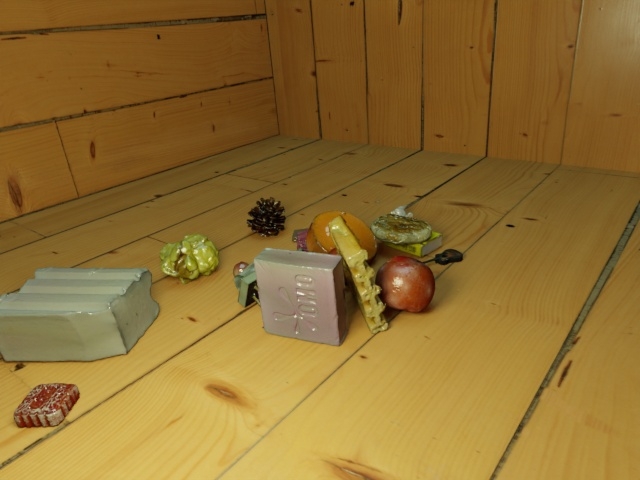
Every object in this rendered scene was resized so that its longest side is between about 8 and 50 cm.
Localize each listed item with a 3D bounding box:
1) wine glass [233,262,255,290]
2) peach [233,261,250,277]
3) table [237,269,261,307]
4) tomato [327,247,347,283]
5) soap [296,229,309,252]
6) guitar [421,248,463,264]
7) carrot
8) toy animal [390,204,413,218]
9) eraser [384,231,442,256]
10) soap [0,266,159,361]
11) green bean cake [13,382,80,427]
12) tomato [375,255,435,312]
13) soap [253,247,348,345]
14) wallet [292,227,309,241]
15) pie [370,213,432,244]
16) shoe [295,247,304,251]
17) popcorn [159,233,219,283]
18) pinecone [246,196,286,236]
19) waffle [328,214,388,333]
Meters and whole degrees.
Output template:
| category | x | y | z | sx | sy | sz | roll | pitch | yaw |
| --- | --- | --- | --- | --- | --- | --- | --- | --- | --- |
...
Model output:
| category | x | y | z | sx | sy | sz | roll | pitch | yaw |
| --- | --- | --- | --- | --- | --- | --- | --- | --- | --- |
| wine glass | -0.242 | 0.131 | 1.950 | 0.103 | 0.103 | 0.222 | 13 | 31 | 34 |
| peach | -0.321 | 0.128 | 1.995 | 0.083 | 0.083 | 0.083 | -4 | 25 | 2 |
| table | -0.187 | 0.166 | 1.842 | 0.111 | 0.121 | 0.240 | 33 | 40 | 24 |
| tomato | 0.099 | 0.092 | 1.880 | 0.168 | 0.167 | 0.167 | -4 | 25 | 2 |
| soap | 0.000 | 0.000 | 2.186 | 0.250 | 0.099 | 0.162 | -17 | 28 | -26 |
| guitar | 0.483 | 0.083 | 2.005 | 0.234 | 0.025 | 0.088 | -16 | 27 | -21 |
| carrot | 0.095 | 0.003 | 2.045 | 0.308 | 0.100 | 0.258 | 21 | 54 | 2 |
| toy animal | 0.394 | -0.110 | 2.396 | 0.127 | 0.130 | 0.181 | 19 | 20 | -30 |
| eraser | 0.411 | -0.004 | 2.156 | 0.158 | 0.069 | 0.226 | -23 | 30 | -38 |
| soap | -0.834 | 0.248 | 1.663 | 0.436 | 0.212 | 0.350 | -2 | 22 | 7 |
| green bean cake | -0.775 | 0.462 | 1.370 | 0.136 | 0.056 | 0.135 | -3 | 26 | 3 |
| tomato | 0.294 | 0.148 | 1.678 | 0.208 | 0.184 | 0.208 | 15 | 4 | -1 |
| soap | -0.061 | 0.180 | 1.575 | 0.286 | 0.295 | 0.107 | 5 | 26 | 23 |
| wallet | -0.059 | -0.028 | 2.332 | 0.153 | 0.038 | 0.118 | -5 | 22 | 9 |
| pie | 0.356 | -0.052 | 2.126 | 0.275 | 0.055 | 0.274 | 0 | 26 | 0 |
| shoe | -0.082 | 0.106 | 1.834 | 0.100 | 0.071 | 0.169 | 33 | 47 | -6 |
| popcorn | -0.548 | 0.071 | 2.040 | 0.257 | 0.194 | 0.255 | 3 | 16 | 14 |
| pinecone | -0.265 | -0.123 | 2.396 | 0.208 | 0.207 | 0.207 | -4 | 25 | 2 |
| waffle | 0.126 | 0.112 | 1.648 | 0.078 | 0.347 | 0.304 | -22 | 27 | -3 |
